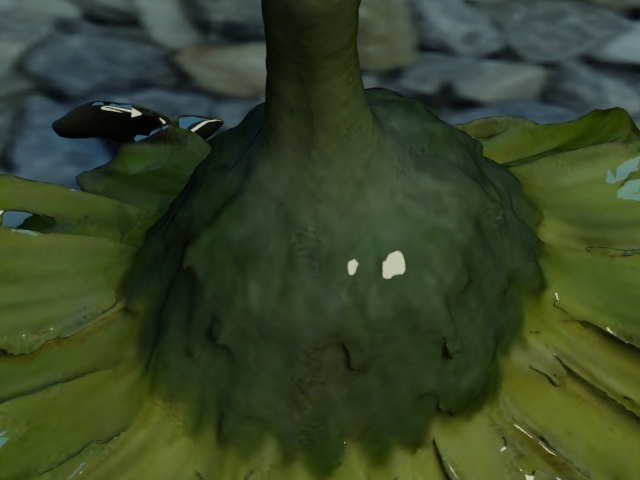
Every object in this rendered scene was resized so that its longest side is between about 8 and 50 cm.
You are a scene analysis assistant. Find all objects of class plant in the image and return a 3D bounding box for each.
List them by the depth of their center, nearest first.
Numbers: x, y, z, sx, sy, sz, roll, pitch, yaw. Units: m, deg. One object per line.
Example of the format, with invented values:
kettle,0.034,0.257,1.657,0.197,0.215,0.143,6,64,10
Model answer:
plant,-0.017,0.002,0.666,0.306,0.297,0.261,-43,36,-17
